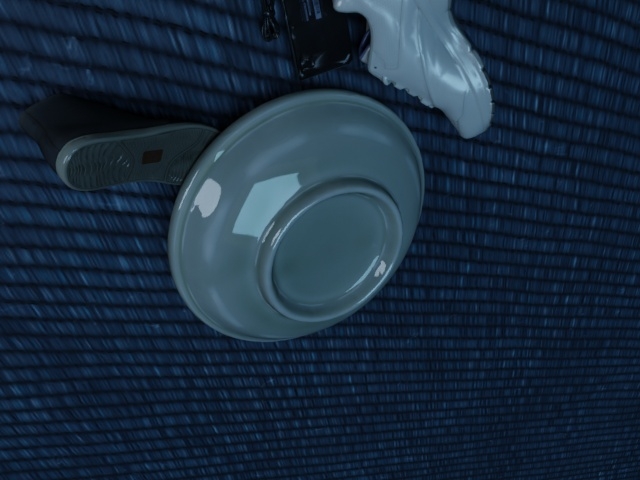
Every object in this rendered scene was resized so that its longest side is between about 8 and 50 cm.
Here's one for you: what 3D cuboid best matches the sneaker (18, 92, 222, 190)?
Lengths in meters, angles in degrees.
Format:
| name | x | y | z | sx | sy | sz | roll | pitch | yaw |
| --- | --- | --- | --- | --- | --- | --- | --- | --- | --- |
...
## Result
| name | x | y | z | sx | sy | sz | roll | pitch | yaw |
| --- | --- | --- | --- | --- | --- | --- | --- | --- | --- |
| sneaker | -0.219 | -0.127 | 0.640 | 0.222 | 0.118 | 0.083 | -14 | 137 | -51 |

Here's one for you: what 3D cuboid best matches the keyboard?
| name | x | y | z | sx | sy | sz | roll | pitch | yaw |
| --- | --- | --- | --- | --- | --- | --- | --- | --- | --- |
| keyboard | -0.025 | -0.278 | 0.639 | 0.108 | 0.023 | 0.180 | -24 | 128 | -13 |

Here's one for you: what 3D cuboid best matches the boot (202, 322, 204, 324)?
| name | x | y | z | sx | sy | sz | roll | pitch | yaw |
| --- | --- | --- | --- | --- | --- | --- | --- | --- | --- |
| boot | -0.129 | 0.086 | 0.841 | 0.121 | 0.045 | 0.099 | -5 | 124 | -12 |

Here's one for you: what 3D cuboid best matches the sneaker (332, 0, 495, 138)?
| name | x | y | z | sx | sy | sz | roll | pitch | yaw |
| --- | --- | --- | --- | --- | --- | --- | --- | --- | --- |
| sneaker | 0.124 | -0.237 | 0.689 | 0.129 | 0.111 | 0.297 | -30 | 127 | 18 |

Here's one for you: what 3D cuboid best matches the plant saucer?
| name | x | y | z | sx | sy | sz | roll | pitch | yaw |
| --- | --- | --- | --- | --- | --- | --- | --- | --- | --- |
| plant saucer | 0.000 | 0.000 | 0.755 | 0.401 | 0.100 | 0.400 | -16 | 127 | -23 |
